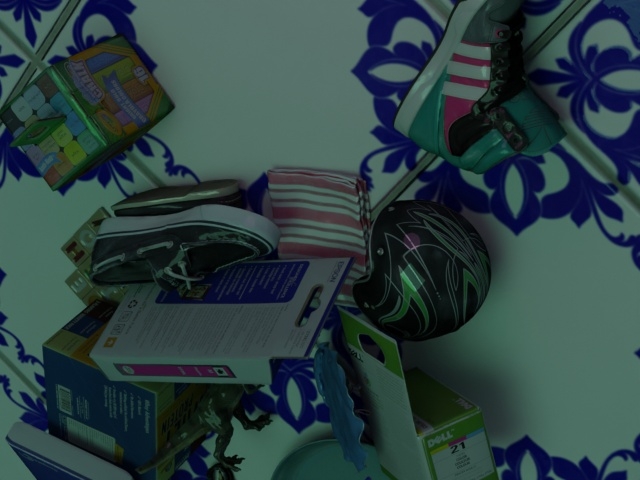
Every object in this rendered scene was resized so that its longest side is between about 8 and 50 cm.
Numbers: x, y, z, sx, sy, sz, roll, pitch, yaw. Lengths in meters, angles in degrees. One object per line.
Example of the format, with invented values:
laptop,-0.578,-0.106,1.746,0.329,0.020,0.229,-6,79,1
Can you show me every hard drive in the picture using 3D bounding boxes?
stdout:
hard drive,-0.355,0.401,2.008,0.210,0.040,0.319,21,153,18

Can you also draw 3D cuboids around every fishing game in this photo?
fishing game,0.035,0.224,1.732,0.189,0.041,0.264,116,138,-72

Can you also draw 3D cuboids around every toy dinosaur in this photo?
toy dinosaur,-0.140,0.262,1.857,0.118,0.268,0.064,45,171,-23

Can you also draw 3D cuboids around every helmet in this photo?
helmet,0.129,0.034,1.587,0.169,0.169,0.161,38,142,7

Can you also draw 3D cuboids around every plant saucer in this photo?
plant saucer,0.070,0.420,1.883,0.317,0.043,0.318,12,119,24

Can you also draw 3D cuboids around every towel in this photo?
towel,0.000,0.000,1.721,0.144,0.029,0.197,7,117,27

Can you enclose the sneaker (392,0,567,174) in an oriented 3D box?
sneaker,0.214,-0.183,1.453,0.178,0.124,0.296,40,134,12

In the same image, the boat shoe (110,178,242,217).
boat shoe,-0.201,-0.040,1.783,0.206,0.075,0.065,-6,107,26

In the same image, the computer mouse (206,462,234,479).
computer mouse,-0.137,0.462,2.017,0.071,0.041,0.242,-7,110,32

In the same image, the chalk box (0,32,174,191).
chalk box,-0.322,-0.164,1.700,0.132,0.213,0.132,-32,96,36

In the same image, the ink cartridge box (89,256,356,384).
ink cartridge box,-0.127,0.107,1.724,0.370,0.176,0.069,-5,133,35

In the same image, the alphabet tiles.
alphabet tiles,-0.283,0.070,1.922,0.237,0.009,0.198,49,127,-2

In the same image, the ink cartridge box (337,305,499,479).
ink cartridge box,0.126,0.206,1.657,0.189,0.097,0.255,28,136,65

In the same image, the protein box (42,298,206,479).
protein box,-0.290,0.230,1.912,0.201,0.136,0.200,19,127,21

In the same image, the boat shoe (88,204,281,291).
boat shoe,-0.191,0.021,1.736,0.301,0.102,0.108,-2,149,29
